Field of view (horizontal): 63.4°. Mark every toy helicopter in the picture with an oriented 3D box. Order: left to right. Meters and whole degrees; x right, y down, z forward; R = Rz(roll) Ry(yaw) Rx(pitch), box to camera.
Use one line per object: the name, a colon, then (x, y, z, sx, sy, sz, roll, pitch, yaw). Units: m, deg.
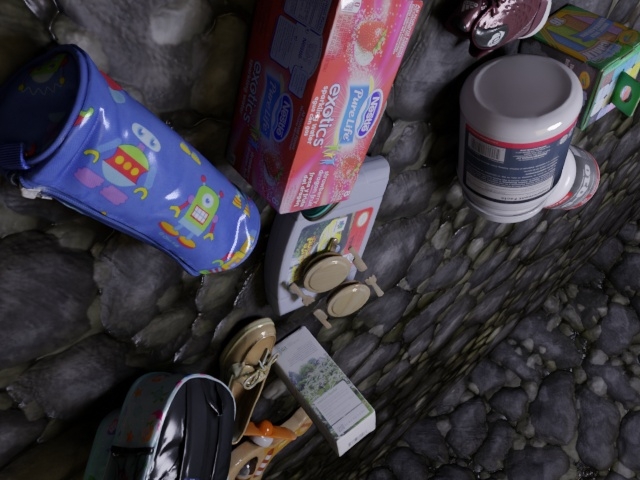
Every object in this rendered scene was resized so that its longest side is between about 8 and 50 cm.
toy helicopter: (-0.132, 0.492, 1.255, 0.355, 0.140, 0.234, -23, 134, -48)

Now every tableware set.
tableware set: (0.027, 0.074, 0.912, 0.128, 0.039, 0.194, -32, 142, 3)

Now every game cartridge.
game cartridge: (0.000, 0.000, 0.880, 0.196, 0.060, 0.294, -16, 138, -32)

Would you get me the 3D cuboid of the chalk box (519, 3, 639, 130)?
chalk box: (0.477, -0.301, 0.923, 0.132, 0.213, 0.132, -35, 147, -16)

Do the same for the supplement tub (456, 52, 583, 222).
supplement tub: (0.347, -0.175, 0.939, 0.191, 0.191, 0.272, -38, 147, -12)

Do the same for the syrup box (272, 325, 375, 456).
syrup box: (-0.001, 0.295, 1.037, 0.093, 0.237, 0.096, -32, 145, -19)

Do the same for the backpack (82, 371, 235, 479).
backpack: (-0.245, 0.341, 0.837, 0.225, 0.191, 0.253, 44, 51, -57)

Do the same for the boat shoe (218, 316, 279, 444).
boat shoe: (-0.140, 0.267, 0.986, 0.105, 0.089, 0.285, -10, 134, -42)

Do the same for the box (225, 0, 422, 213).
box: (-0.008, -0.174, 0.599, 0.123, 0.128, 0.256, -14, 136, -39)

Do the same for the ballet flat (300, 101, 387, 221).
ballet flat: (0.039, -0.120, 0.731, 0.068, 0.072, 0.213, 20, 93, -60)

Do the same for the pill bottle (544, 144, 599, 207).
pill bottle: (0.517, -0.152, 1.189, 0.283, 0.161, 0.161, -2, 129, -48)

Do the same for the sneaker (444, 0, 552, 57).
sneaker: (0.247, -0.362, 0.700, 0.163, 0.106, 0.281, -36, 148, -9)

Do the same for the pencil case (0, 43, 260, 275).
pencil case: (-0.183, -0.058, 0.536, 0.306, 0.119, 0.133, 42, 63, -58)
